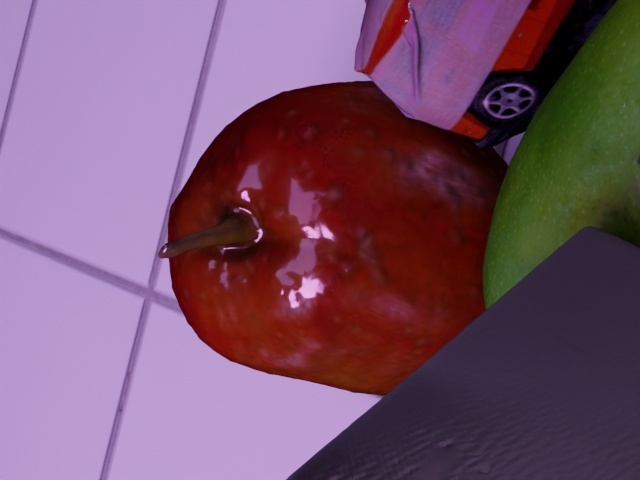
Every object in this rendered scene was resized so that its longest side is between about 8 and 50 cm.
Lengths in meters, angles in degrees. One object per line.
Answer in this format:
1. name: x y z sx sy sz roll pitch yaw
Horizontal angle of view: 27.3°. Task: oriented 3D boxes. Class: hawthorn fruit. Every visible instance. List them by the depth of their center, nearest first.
1. hawthorn fruit: 0.000 0.000 1.070 0.287 0.330 0.287 2 92 45

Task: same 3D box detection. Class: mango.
1. mango: 0.241 -0.044 0.887 0.382 0.201 0.225 -54 52 30

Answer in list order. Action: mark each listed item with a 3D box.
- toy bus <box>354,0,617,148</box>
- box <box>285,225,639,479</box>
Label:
1. toy bus: 0.132 -0.209 0.931 0.127 0.147 0.302 -89 21 -45
2. box: 0.195 0.183 0.676 0.344 0.352 0.177 28 134 29
